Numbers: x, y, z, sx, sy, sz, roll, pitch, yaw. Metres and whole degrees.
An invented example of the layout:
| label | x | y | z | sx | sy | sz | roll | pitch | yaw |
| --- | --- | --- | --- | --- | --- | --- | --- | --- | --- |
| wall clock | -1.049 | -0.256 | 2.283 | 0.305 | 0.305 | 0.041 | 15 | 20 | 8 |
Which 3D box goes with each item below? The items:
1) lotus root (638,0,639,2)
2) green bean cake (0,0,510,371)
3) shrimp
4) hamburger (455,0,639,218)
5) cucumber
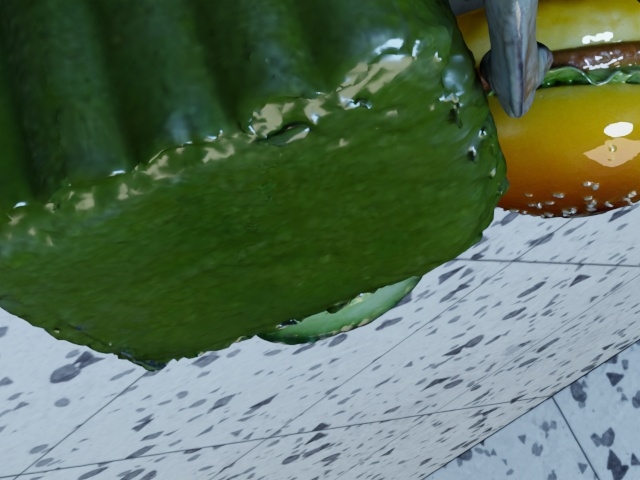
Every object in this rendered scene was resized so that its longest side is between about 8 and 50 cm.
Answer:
| label | x | y | z | sx | sy | sz | roll | pitch | yaw |
| --- | --- | --- | --- | --- | --- | --- | --- | --- | --- |
| lotus root | 0.276 | -0.233 | 0.747 | 0.250 | 0.250 | 0.346 | -25 | -171 | -7 |
| green bean cake | -0.064 | -0.082 | 0.836 | 0.319 | 0.218 | 0.335 | -22 | 154 | 6 |
| shrimp | 0.108 | -0.185 | 0.764 | 0.085 | 0.246 | 0.360 | -3 | 176 | 8 |
| hamburger | 0.201 | -0.102 | 1.063 | 0.246 | 0.170 | 0.246 | -6 | 174 | -1 |
| cucumber | 0.009 | -0.003 | 1.219 | 0.191 | 0.130 | 0.191 | -26 | 156 | -12 |
